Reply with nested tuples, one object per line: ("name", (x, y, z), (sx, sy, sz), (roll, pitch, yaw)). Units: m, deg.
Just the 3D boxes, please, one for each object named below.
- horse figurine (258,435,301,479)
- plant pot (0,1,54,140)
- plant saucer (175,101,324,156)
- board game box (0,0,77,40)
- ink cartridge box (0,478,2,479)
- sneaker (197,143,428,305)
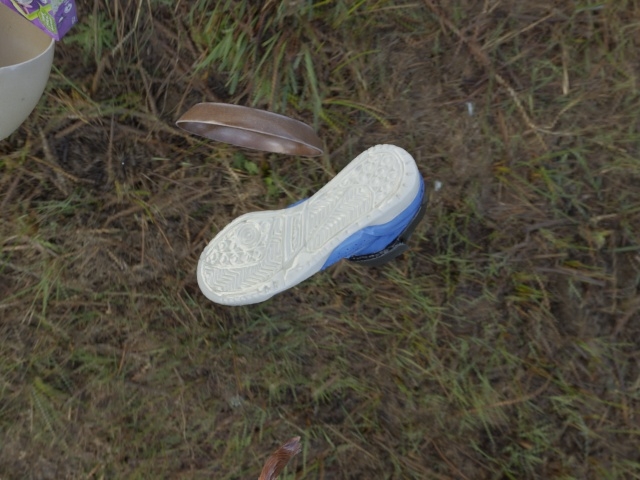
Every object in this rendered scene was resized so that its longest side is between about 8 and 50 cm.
("horse figurine", (-0.061, 0.393, 0.949), (0.066, 0.174, 0.263), (-4, 82, 11))
("plant pot", (-0.614, -0.282, 1.292), (0.284, 0.284, 0.191), (2, 130, -15))
("plant saucer", (-0.077, -0.125, 0.827), (0.168, 0.168, 0.029), (10, 89, -16))
("board game box", (-0.384, -0.384, 0.825), (0.208, 0.347, 0.056), (39, 69, -2))
("ink cartridge box", (-0.579, 0.459, 1.118), (0.208, 0.153, 0.087), (-39, 103, -13))
("sneaker", (0.000, 0.001, 0.471), (0.152, 0.084, 0.058), (-33, 68, 7))
